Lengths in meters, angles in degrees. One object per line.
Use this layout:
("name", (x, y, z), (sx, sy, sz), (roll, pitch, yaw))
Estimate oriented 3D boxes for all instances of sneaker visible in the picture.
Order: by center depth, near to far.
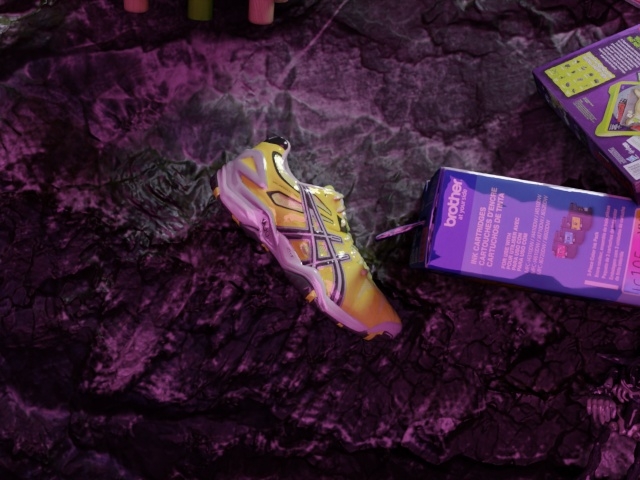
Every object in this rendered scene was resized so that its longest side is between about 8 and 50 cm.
("sneaker", (0.000, 0.000, 1.352), (0.147, 0.145, 0.385), (-44, 91, 4))

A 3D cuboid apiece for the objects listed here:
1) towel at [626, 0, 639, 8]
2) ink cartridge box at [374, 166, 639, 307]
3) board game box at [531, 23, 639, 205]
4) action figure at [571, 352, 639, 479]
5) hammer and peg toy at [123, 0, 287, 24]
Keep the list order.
("towel", (0.505, -0.553, 1.354), (0.237, 0.037, 0.329), (27, 95, -1))
("ink cartridge box", (0.282, -0.005, 1.273), (0.395, 0.270, 0.151), (12, 88, 3))
("board game box", (0.466, -0.196, 1.237), (0.208, 0.347, 0.056), (-26, 127, 7))
("action figure", (0.489, 0.279, 1.343), (0.164, 0.141, 0.276), (17, 95, 14))
("hammer and peg toy", (-0.108, -0.408, 1.295), (0.361, 0.266, 0.127), (6, 115, 2))
